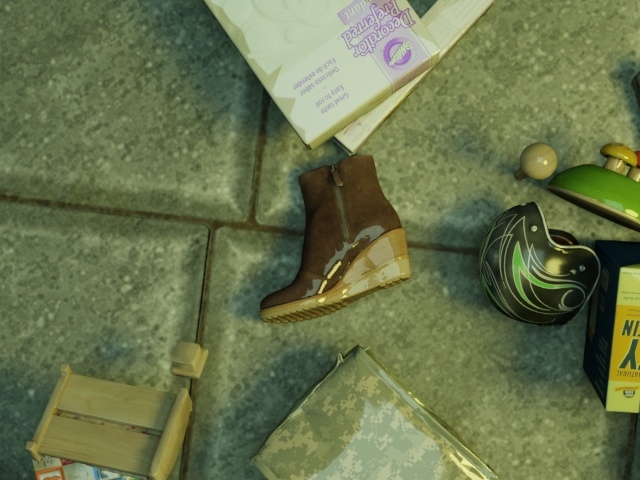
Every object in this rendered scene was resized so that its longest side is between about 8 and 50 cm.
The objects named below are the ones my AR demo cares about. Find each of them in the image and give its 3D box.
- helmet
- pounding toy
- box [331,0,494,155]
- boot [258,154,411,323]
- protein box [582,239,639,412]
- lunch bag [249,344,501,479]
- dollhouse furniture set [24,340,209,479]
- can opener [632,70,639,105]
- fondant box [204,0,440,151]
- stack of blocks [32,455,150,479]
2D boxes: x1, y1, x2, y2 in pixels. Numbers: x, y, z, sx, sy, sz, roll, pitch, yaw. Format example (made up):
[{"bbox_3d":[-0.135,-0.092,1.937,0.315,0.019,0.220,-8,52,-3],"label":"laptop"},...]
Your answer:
[{"bbox_3d":[0.308,0.034,1.763,0.161,0.169,0.169,23,88,-8],"label":"helmet"},{"bbox_3d":[0.409,-0.098,1.752,0.237,0.183,0.110,25,92,7],"label":"pounding toy"},{"bbox_3d":[0.133,-0.266,1.832,0.067,0.063,0.324,42,89,3],"label":"box"},{"bbox_3d":[0.000,0.000,1.827,0.248,0.090,0.207,-21,74,2],"label":"boot"},{"bbox_3d":[0.461,0.118,1.713,0.136,0.200,0.201,3,101,2],"label":"protein box"},{"bbox_3d":[0.072,0.320,1.751,0.287,0.169,0.235,44,89,-1],"label":"lunch bag"},{"bbox_3d":[-0.346,0.310,1.743,0.303,0.174,0.355,10,57,14],"label":"dollhouse furniture set"},{"bbox_3d":[0.515,-0.120,1.806,0.093,0.074,0.280,-13,86,2],"label":"can opener"},{"bbox_3d":[-0.014,-0.332,1.764,0.238,0.096,0.330,-35,87,1],"label":"fondant box"},{"bbox_3d":[-0.308,0.421,1.798,0.171,0.087,0.297,-13,86,1],"label":"stack of blocks"}]
